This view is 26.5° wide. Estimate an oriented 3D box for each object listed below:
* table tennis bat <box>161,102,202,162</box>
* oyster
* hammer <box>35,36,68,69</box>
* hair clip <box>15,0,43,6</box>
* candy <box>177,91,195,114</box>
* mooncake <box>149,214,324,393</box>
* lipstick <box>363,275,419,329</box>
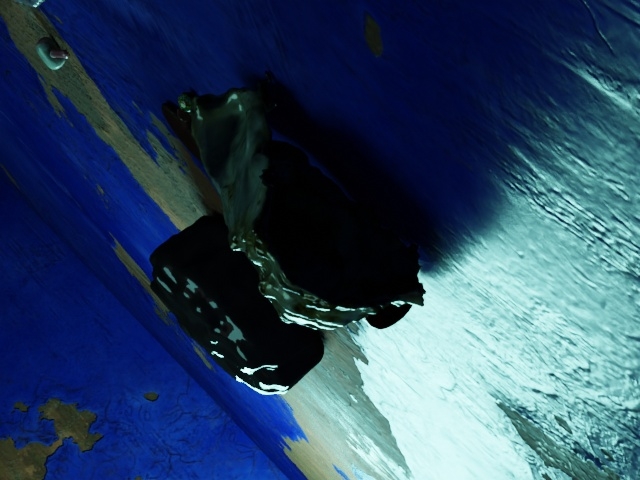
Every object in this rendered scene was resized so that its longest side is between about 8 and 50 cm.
[{"bbox_3d":[-0.173,-0.142,1.742,0.098,0.019,0.154,50,169,5],"label":"table tennis bat"},{"bbox_3d":[-0.038,-0.042,1.315,0.198,0.133,0.337,26,-153,-52],"label":"oyster"},{"bbox_3d":[-0.405,-0.286,2.085,0.052,0.031,0.083,54,160,-26],"label":"hammer"},{"bbox_3d":[-0.487,-0.439,1.860,0.300,0.069,0.173,54,166,-13],"label":"hair clip"},{"bbox_3d":[-0.154,-0.156,1.649,0.083,0.025,0.023,67,-157,-71],"label":"candy"},{"bbox_3d":[-0.127,0.103,1.983,0.283,0.141,0.283,45,167,14],"label":"mooncake"},{"bbox_3d":[-0.001,0.001,1.459,0.280,0.073,0.073,39,162,45],"label":"lipstick"}]
